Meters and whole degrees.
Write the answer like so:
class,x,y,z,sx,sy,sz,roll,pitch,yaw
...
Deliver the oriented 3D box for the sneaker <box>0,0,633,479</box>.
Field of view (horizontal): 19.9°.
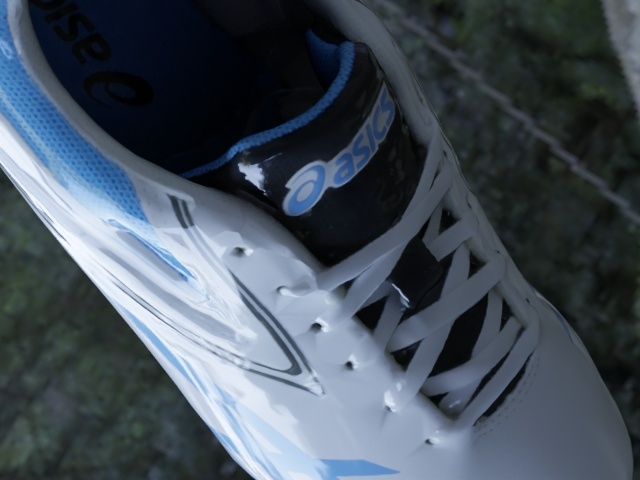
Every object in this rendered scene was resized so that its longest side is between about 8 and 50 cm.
class,x,y,z,sx,sy,sz,roll,pitch,yaw
sneaker,0.000,0.000,0.393,0.237,0.085,0.086,48,163,-28
